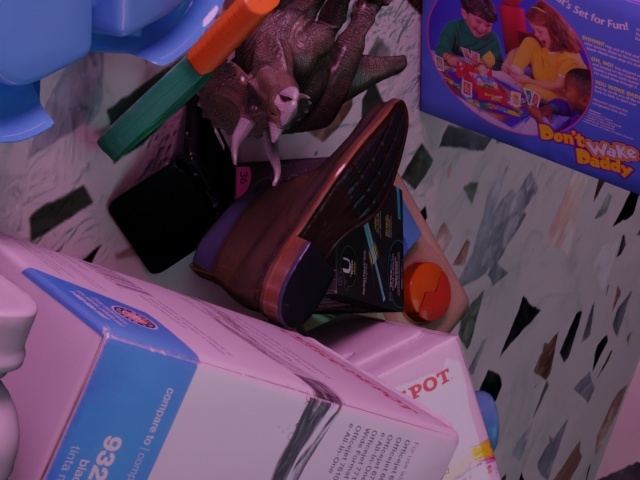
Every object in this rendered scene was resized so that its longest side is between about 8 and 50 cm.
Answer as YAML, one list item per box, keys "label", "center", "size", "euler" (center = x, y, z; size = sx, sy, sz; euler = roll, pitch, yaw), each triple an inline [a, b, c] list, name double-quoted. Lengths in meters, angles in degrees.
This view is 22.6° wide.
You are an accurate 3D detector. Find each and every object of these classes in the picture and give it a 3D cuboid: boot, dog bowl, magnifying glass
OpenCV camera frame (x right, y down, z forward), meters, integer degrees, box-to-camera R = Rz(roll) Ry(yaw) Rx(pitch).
- label: "boot"
  center: [-0.016, -0.039, 1.305]
  size: [0.219, 0.106, 0.082]
  euler: [-57, 146, -23]
- label: "dog bowl"
  center: [-0.159, -0.177, 1.024]
  size: [0.297, 0.074, 0.166]
  euler: [-37, 143, -47]
- label: "magnifying glass"
  center: [-0.092, -0.118, 1.118]
  size: [0.092, 0.026, 0.231]
  euler: [-43, -174, -35]

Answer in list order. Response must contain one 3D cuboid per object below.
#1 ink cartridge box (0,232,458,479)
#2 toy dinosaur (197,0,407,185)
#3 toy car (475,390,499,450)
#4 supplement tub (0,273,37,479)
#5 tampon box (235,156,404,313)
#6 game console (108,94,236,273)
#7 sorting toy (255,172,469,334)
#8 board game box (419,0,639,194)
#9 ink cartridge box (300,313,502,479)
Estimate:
- label: "ink cartridge box"
  center: [-0.095, 0.117, 1.103]
  size: [0.307, 0.223, 0.129]
  euler: [21, 94, -38]
- label: "toy dinosaur"
  center: [-0.018, -0.148, 1.324]
  size: [0.160, 0.121, 0.313]
  euler: [-63, 169, 10]
- label: "toy car"
  center: [0.056, 0.241, 1.775]
  size: [0.238, 0.219, 0.210]
  euler: [-153, -116, -76]
- label: "supplement tub"
  center: [-0.299, 0.149, 0.835]
  size: [0.235, 0.235, 0.325]
  euler: [14, 99, -66]
- label: "tampon box"
  center: [0.000, 0.000, 1.433]
  size: [0.161, 0.101, 0.120]
  euler: [20, 68, -65]
- label: "game console"
  center: [-0.118, -0.047, 1.303]
  size: [0.122, 0.071, 0.107]
  euler: [67, 22, -60]
- label: "sorting toy"
  center: [0.032, 0.078, 1.584]
  size: [0.307, 0.041, 0.229]
  euler: [-47, 121, -36]
- label: "board game box"
  center: [0.265, -0.177, 1.560]
  size: [0.078, 0.347, 0.233]
  euler: [-49, 151, -35]
- label: "ink cartridge box"
  center: [0.033, 0.230, 1.427]
  size: [0.198, 0.197, 0.270]
  euler: [-24, 105, -24]
